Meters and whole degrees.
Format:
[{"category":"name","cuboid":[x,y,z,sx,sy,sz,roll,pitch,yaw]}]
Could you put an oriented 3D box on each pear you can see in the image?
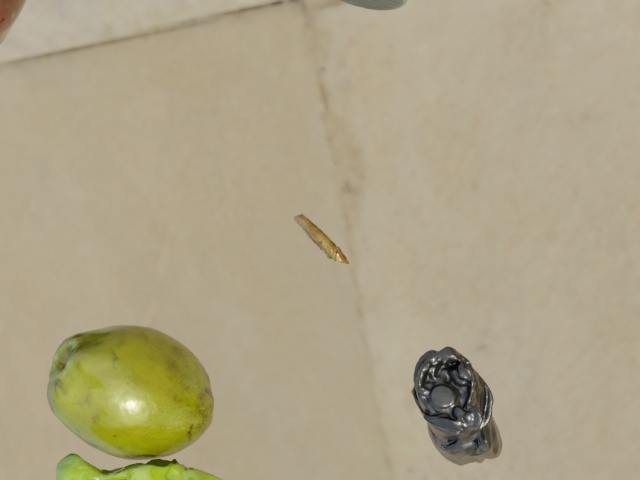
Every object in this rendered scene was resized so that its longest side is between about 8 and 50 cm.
[{"category":"pear","cuboid":[-0.146,0.117,1.375,0.107,0.131,0.107,-41,39,44]}]

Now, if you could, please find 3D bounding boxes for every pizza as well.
[{"category":"pizza","cuboid":[0.000,0.000,1.893,0.083,0.016,0.037,44,176,26]}]

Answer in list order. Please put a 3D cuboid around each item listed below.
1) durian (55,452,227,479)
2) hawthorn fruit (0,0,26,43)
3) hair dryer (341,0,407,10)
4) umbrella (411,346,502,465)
[{"category":"durian","cuboid":[-0.086,0.244,1.340,0.139,0.250,0.101,-95,28,-46]},{"category":"hawthorn fruit","cuboid":[-0.411,-0.310,1.676,0.308,0.308,0.324,-4,84,52]},{"category":"hair dryer","cuboid":[0.070,-0.175,0.903,0.154,0.054,0.106,2,71,47]},{"category":"umbrella","cuboid":[0.108,0.136,1.376,0.235,0.059,0.066,61,-160,-72]}]
